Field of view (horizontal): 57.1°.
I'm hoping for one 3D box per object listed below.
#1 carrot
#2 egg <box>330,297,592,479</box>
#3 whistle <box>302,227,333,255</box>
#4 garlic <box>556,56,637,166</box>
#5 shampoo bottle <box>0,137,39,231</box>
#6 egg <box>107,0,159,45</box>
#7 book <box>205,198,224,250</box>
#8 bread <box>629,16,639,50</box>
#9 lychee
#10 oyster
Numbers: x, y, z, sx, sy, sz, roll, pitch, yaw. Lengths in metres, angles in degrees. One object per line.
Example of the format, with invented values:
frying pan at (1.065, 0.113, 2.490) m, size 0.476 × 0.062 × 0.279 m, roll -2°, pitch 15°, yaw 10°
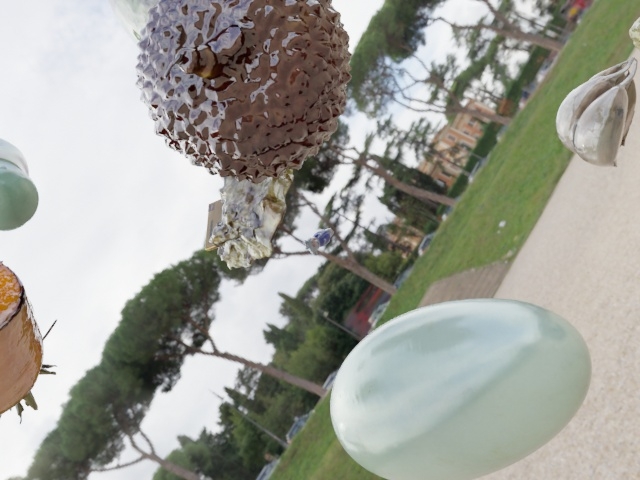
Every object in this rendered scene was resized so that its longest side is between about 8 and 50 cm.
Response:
carrot at (-0.490, 0.144, 0.814) m, size 0.331 × 0.193 × 0.214 m, roll 108°, pitch 164°, yaw -48°
egg at (0.173, 0.197, 0.782) m, size 0.371 × 0.230 × 0.230 m, roll -30°, pitch 5°, yaw 34°
whistle at (0.000, 0.000, 1.018) m, size 0.029 × 0.033 × 0.083 m, roll -41°, pitch -3°, yaw 40°
garlic at (0.731, -0.310, 1.501) m, size 0.237 × 0.210 × 0.292 m, roll -24°, pitch -53°, yaw -11°
shampoo bottle at (-0.770, -0.134, 1.355) m, size 0.221 × 0.349 × 0.151 m, roll -31°, pitch -49°, yaw -32°
egg at (-0.198, -0.413, 0.973) m, size 0.288 × 0.379 × 0.288 m, roll -58°, pitch -14°, yaw -24°
book at (-0.181, -0.052, 1.267) m, size 0.012 × 0.172 × 0.118 m, roll 32°, pitch -131°, yaw -47°
bread at (0.538, -0.232, 0.594) m, size 0.277 × 0.324 × 0.167 m, roll 129°, pitch 138°, yaw -55°
lychee at (-0.087, -0.202, 0.700) m, size 0.264 × 0.264 × 0.300 m, roll -65°, pitch -7°, yaw 19°
oyster at (-0.111, -0.064, 0.899) m, size 0.223 × 0.083 × 0.214 m, roll -14°, pitch 67°, yaw 58°
